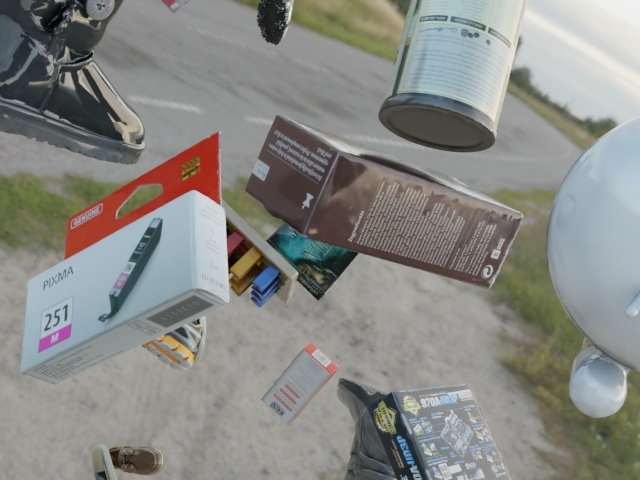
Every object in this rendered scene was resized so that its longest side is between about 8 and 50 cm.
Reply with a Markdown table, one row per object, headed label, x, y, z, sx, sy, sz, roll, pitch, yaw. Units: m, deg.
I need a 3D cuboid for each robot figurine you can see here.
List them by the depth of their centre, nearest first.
| label | x | y | z | sx | sy | sz | roll | pitch | yaw |
| --- | --- | --- | --- | --- | --- | --- | --- | --- | --- |
| robot figurine | 0.288 | 0.004 | 0.772 | 0.200 | 0.299 | 0.353 | 29 | 8 | 17 |

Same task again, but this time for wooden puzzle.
| label | x | y | z | sx | sy | sz | roll | pitch | yaw |
| --- | --- | --- | --- | --- | --- | --- | --- | --- | --- |
| wooden puzzle | -0.331 | 0.481 | 1.579 | 0.044 | 0.220 | 0.239 | -12 | 27 | -23 |

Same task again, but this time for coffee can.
| label | x | y | z | sx | sy | sz | roll | pitch | yaw |
| --- | --- | --- | --- | --- | --- | --- | --- | --- | --- |
| coffee can | 0.230 | -0.315 | 1.667 | 0.202 | 0.275 | 0.201 | 15 | -12 | 3 |

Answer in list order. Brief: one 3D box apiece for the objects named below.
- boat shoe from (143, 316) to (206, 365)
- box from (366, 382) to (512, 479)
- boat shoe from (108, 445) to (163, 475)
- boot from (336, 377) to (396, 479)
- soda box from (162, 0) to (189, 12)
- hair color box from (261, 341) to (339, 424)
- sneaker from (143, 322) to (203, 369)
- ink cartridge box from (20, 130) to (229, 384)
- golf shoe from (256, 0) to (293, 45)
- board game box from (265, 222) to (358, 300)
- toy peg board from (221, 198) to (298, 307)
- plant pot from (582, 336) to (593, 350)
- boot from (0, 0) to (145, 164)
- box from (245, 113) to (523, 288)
| label | x | y | z | sx | sy | sz | roll | pitch | yaw |
| --- | --- | --- | --- | --- | --- | --- | --- | --- | --- |
| boat shoe | -0.317 | 0.161 | 1.888 | 0.113 | 0.127 | 0.340 | 8 | 8 | -26 |
| box | 0.174 | 0.293 | 1.358 | 0.220 | 0.051 | 0.175 | 5 | 56 | -53 |
| boat shoe | -0.419 | 0.488 | 2.159 | 0.178 | 0.064 | 0.060 | -6 | -11 | 40 |
| boot | 0.081 | 0.402 | 1.928 | 0.118 | 0.222 | 0.338 | 21 | -6 | -13 |
| soda box | -0.159 | -0.471 | 1.483 | 0.092 | 0.263 | 0.083 | 52 | 3 | 12 |
| hair color box | -0.037 | 0.260 | 1.770 | 0.072 | 0.141 | 0.043 | 42 | 24 | 8 |
| sneaker | -0.288 | 0.125 | 1.636 | 0.215 | 0.084 | 0.083 | 44 | 51 | -17 |
| ink cartridge box | -0.227 | 0.011 | 1.120 | 0.060 | 0.275 | 0.238 | 32 | 41 | -45 |
| golf shoe | -0.068 | -0.476 | 1.885 | 0.077 | 0.198 | 0.094 | 29 | 38 | 27 |
| board game box | 0.000 | 0.000 | 1.573 | 0.126 | 0.026 | 0.186 | 43 | 43 | -1 |
| toy peg board | -0.120 | 0.037 | 1.393 | 0.161 | 0.079 | 0.161 | 44 | -14 | 8 |
| plant pot | 0.407 | 0.075 | 1.108 | 0.236 | 0.236 | 0.032 | 10 | 58 | -59 |
| boot | -0.274 | -0.338 | 1.279 | 0.146 | 0.445 | 0.367 | 27 | 7 | 21 |
| box | 0.100 | -0.055 | 1.480 | 0.382 | 0.143 | 0.191 | 14 | 14 | -36 |
